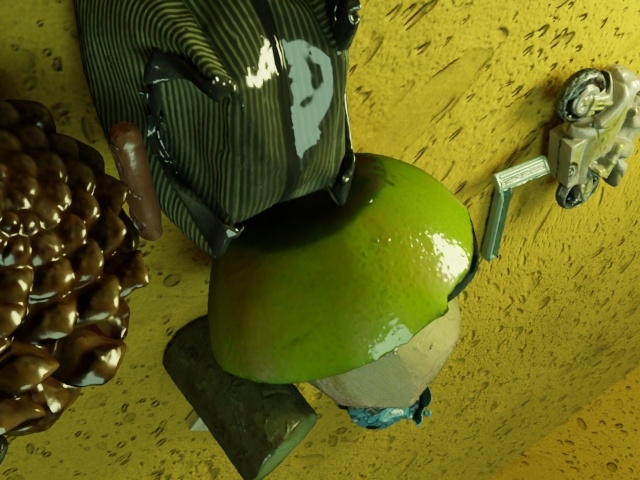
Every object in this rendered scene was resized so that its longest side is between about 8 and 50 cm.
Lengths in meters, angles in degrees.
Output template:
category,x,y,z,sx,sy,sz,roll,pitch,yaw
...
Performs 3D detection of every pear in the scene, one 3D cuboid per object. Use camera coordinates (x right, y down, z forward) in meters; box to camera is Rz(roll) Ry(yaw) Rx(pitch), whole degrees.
category,x,y,z,sx,sy,sz,roll,pitch,yaw
pear,-0.004,0.000,1.000,0.398,0.399,0.165,-32,117,-7

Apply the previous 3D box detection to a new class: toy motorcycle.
category,x,y,z,sx,sy,sz,roll,pitch,yaw
toy motorcycle,0.512,-0.201,1.379,0.222,0.108,0.341,-30,141,-10
toy motorcycle,0.147,0.353,1.688,0.182,0.124,0.272,-30,146,8

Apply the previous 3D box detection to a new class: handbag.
category,x,y,z,sx,sy,sz,roll,pitch,yaw
handbag,-0.096,-0.159,0.801,0.247,0.240,0.341,-24,142,-23

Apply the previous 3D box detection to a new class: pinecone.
category,x,y,z,sx,sy,sz,roll,pitch,yaw
pinecone,-0.369,0.050,0.727,0.384,0.384,0.384,-23,142,-19

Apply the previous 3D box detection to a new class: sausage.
category,x,y,z,sx,sy,sz,roll,pitch,yaw
sausage,-0.187,-0.053,0.786,0.036,0.042,0.158,7,139,8

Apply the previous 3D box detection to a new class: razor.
category,x,y,z,sx,sy,sz,roll,pitch,yaw
razor,0.345,-0.055,1.458,0.111,0.056,0.278,-22,149,-17

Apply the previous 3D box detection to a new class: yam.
category,x,y,z,sx,sy,sz,roll,pitch,yaw
yam,-0.127,0.252,1.233,0.161,0.268,0.161,-33,149,-23

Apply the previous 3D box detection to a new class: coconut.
category,x,y,z,sx,sy,sz,roll,pitch,yaw
coconut,0.077,0.123,1.206,0.297,0.297,0.255,-35,133,-2

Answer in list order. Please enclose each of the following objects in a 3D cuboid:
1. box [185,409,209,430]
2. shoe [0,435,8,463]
category,x,y,z,sx,sy,sz,roll,pitch,yaw
box,-0.156,0.327,1.477,0.198,0.029,0.109,17,119,-48
shoe,-0.539,0.356,1.159,0.194,0.074,0.077,-40,156,8
